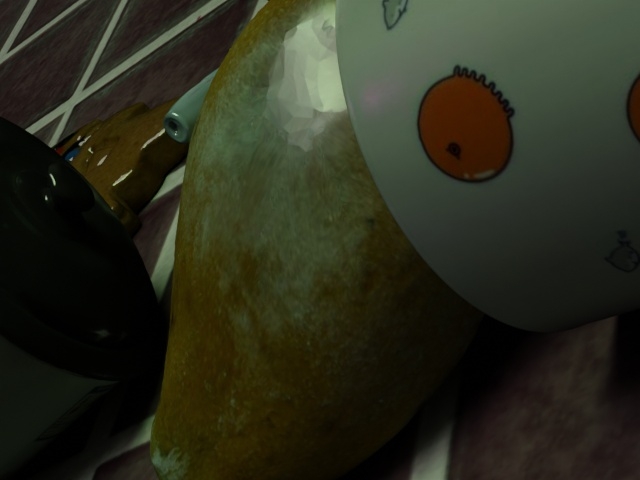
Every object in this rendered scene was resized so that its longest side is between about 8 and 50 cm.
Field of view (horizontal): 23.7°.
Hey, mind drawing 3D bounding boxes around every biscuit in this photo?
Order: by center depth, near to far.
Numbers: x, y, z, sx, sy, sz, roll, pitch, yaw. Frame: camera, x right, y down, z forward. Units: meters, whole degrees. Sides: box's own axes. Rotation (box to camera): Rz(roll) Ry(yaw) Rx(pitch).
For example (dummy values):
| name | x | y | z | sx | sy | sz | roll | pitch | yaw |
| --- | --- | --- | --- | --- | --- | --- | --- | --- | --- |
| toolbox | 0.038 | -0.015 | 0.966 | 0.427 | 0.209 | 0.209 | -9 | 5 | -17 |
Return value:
| name | x | y | z | sx | sy | sz | roll | pitch | yaw |
| --- | --- | --- | --- | --- | --- | --- | --- | --- | --- |
| biscuit | -0.233 | -0.030 | 1.340 | 0.278 | 0.043 | 0.301 | -50 | 25 | -9 |

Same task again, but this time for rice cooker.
| name | x | y | z | sx | sy | sz | roll | pitch | yaw |
| --- | --- | --- | --- | --- | --- | --- | --- | --- | --- |
| rice cooker | -0.238 | 0.035 | 1.018 | 0.227 | 0.280 | 0.241 | -42 | 66 | 18 |

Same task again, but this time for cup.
| name | x | y | z | sx | sy | sz | roll | pitch | yaw |
| --- | --- | --- | --- | --- | --- | --- | --- | --- | --- |
| cup | 0.189 | -0.103 | 0.585 | 0.317 | 0.212 | 0.212 | -21 | 34 | 42 |

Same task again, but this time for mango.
| name | x | y | z | sx | sy | sz | roll | pitch | yaw |
| --- | --- | --- | --- | --- | --- | --- | --- | --- | --- |
| mango | 0.000 | 0.000 | 0.777 | 0.193 | 0.146 | 0.316 | 31 | 98 | 45 |

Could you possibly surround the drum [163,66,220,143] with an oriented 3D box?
| name | x | y | z | sx | sy | sz | roll | pitch | yaw |
| --- | --- | --- | --- | --- | --- | --- | --- | --- | --- |
| drum | -0.025 | -0.139 | 1.091 | 0.253 | 0.049 | 0.130 | -41 | 3 | -21 |
